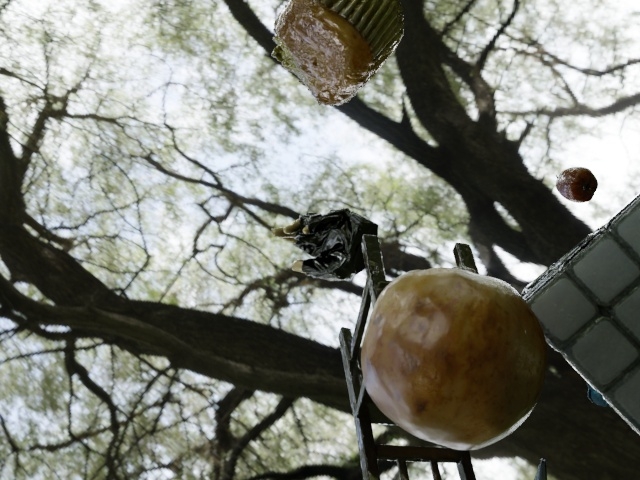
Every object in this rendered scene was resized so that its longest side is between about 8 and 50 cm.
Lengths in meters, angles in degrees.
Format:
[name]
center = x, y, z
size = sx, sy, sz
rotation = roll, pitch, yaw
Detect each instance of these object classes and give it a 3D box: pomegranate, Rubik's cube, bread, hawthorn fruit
[pomegranate]
center = 0.167, 0.139, 0.964
size = 0.248, 0.248, 0.248
rotation = -20, -58, -36
[Rubik's cube]
center = 0.544, 0.106, 1.184
size = 0.344, 0.344, 0.337
rotation = -44, -11, 10
[bread]
center = 0.019, -0.317, 1.205
size = 0.179, 0.250, 0.133
rotation = 36, -110, -4
[hawthorn fruit]
center = 0.558, -0.125, 1.694
size = 0.081, 0.093, 0.081
rotation = -4, -77, -19

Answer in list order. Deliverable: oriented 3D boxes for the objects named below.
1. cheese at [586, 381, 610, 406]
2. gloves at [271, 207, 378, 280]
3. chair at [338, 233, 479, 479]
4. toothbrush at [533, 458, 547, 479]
[cheese]
center = 0.606, 0.219, 1.484
size = 0.256, 0.106, 0.037
rotation = -46, -14, -12
[gloves]
center = 0.000, 0.000, 1.551
size = 0.124, 0.203, 0.164
rotation = -10, -60, -57
[chair]
center = 0.159, 0.215, 1.162
size = 0.203, 0.416, 0.241
rotation = 7, -54, -13
[toothbrush]
center = 0.382, 0.596, 1.370
size = 0.035, 0.042, 0.413
rotation = 5, -93, -38
